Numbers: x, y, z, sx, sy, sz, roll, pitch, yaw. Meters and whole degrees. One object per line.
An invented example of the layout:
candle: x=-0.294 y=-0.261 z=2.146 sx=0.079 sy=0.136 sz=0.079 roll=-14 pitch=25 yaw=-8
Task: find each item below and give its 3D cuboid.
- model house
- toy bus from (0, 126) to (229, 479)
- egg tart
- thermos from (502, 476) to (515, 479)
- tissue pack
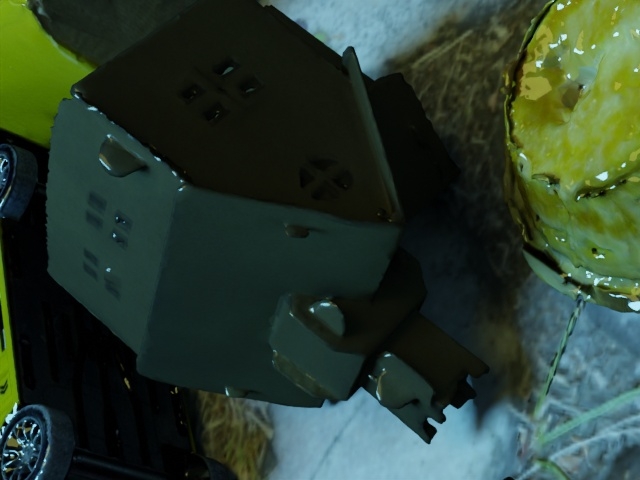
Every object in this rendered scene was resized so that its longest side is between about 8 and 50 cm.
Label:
model house: x=0.000 y=0.000 z=0.845 sx=0.243 sy=0.204 sz=0.211 roll=40 pitch=149 yaw=13
toy bus: x=-0.175 y=0.088 z=1.001 sx=0.151 sy=0.145 sz=0.331 roll=-41 pitch=44 yaw=27
egg tart: x=0.161 y=-0.072 z=0.765 sx=0.212 sy=0.090 sz=0.212 roll=-24 pitch=57 yaw=43
thermos: x=0.032 y=0.194 z=0.772 sx=0.232 sy=0.099 sz=0.124 roll=-35 pitch=86 yaw=28
tissue pack: x=-0.206 y=-0.153 z=1.109 sx=0.271 sy=0.192 sz=0.134 roll=-4 pitch=68 yaw=47
